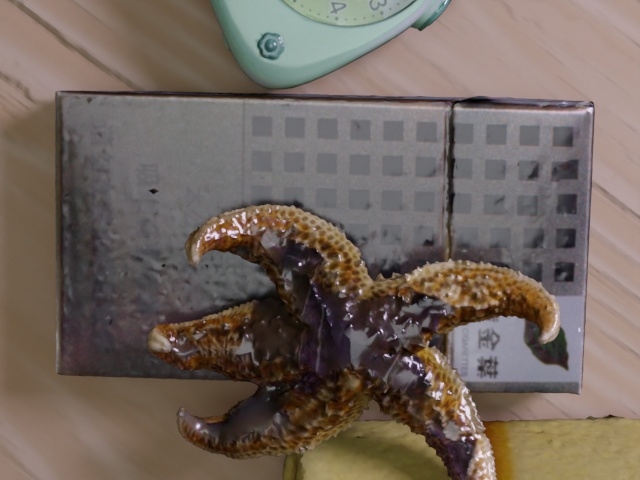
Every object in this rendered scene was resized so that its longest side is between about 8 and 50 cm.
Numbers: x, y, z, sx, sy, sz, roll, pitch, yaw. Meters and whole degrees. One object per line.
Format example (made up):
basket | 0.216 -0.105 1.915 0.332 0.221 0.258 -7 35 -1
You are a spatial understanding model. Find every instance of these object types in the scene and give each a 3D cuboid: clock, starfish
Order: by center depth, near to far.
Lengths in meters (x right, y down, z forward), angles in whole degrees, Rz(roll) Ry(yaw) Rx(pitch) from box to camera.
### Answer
starfish | 0.022 0.067 0.679 0.238 0.071 0.216 -23 96 21
clock | 0.018 -0.182 0.704 0.189 0.060 0.148 -20 95 3

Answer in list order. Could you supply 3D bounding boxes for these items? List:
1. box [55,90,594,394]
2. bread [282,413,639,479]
box | 0.000 -0.001 0.732 0.325 0.047 0.180 2 97 2
bread | 0.110 0.242 0.743 0.264 0.198 0.236 -1 128 6
